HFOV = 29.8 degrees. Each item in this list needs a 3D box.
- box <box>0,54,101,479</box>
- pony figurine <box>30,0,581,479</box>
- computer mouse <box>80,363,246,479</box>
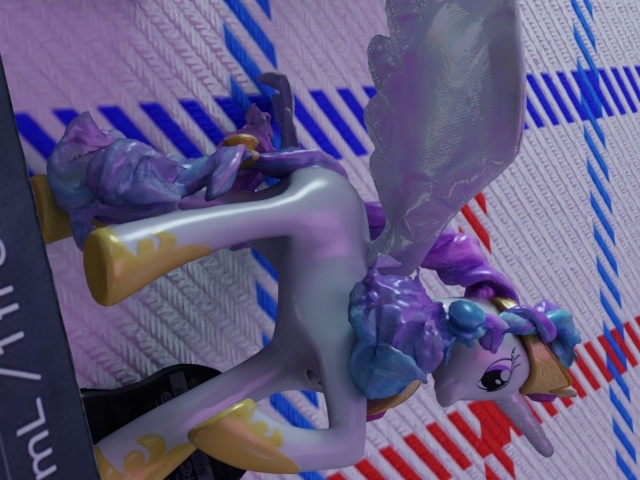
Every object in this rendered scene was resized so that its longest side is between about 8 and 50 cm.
[{"bbox_3d":[-0.355,-0.008,0.332,0.471,0.297,0.480,-24,107,-49],"label":"box"},{"bbox_3d":[0.000,0.000,0.809,0.363,0.303,0.351,-6,75,-32],"label":"pony figurine"},{"bbox_3d":[-0.158,0.109,0.789,0.262,0.060,0.184,-15,83,-56],"label":"computer mouse"}]
